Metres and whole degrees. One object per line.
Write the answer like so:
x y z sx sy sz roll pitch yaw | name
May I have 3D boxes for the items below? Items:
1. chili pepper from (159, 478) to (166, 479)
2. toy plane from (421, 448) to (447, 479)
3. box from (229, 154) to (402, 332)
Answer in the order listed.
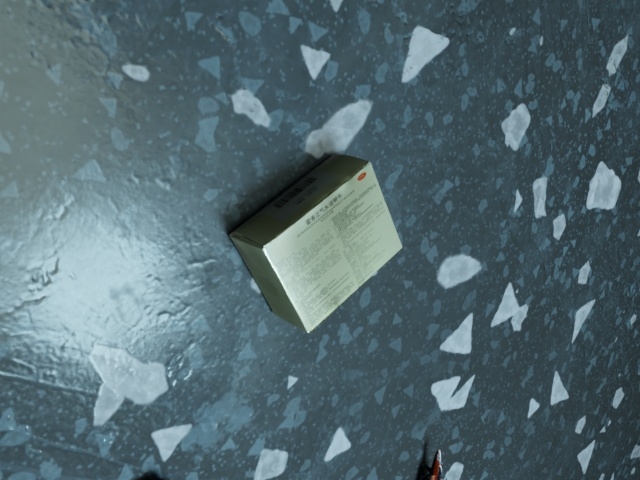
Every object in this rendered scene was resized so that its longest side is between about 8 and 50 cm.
-0.203 0.456 0.837 0.252 0.136 0.144 62 19 -44 | chili pepper
0.230 0.517 1.222 0.130 0.061 0.189 -7 104 -36 | toy plane
0.000 0.000 0.853 0.212 0.095 0.168 -40 126 -24 | box
